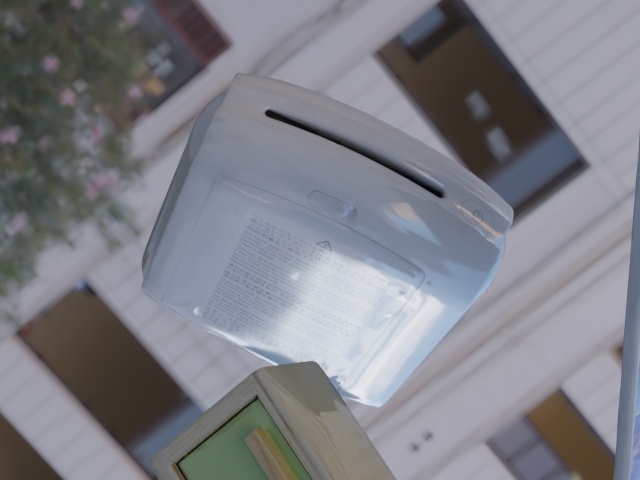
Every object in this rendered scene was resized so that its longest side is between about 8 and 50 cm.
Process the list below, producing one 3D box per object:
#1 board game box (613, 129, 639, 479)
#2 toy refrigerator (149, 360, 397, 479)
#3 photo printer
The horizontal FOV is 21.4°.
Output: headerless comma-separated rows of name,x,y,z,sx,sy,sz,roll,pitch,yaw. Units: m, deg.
board game box,0.297,0.026,1.053,0.050,0.390,0.390,17,-151,33
toy refrigerator,0.016,0.213,1.034,0.102,0.269,0.094,-40,164,20
photo printer,0.000,0.000,1.330,0.107,0.256,0.307,-65,-178,-28
